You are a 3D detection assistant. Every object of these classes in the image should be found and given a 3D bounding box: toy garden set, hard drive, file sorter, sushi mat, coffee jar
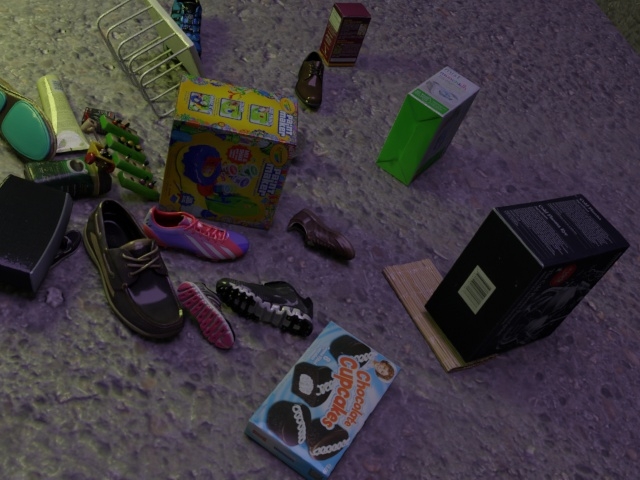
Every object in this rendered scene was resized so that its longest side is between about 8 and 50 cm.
[{"bbox_3d":[-0.487,-0.227,1.810,0.204,0.049,0.244,26,30,-50],"label":"toy garden set"},{"bbox_3d":[-0.628,-0.025,1.574,0.172,0.054,0.254,19,48,-13],"label":"hard drive"},{"bbox_3d":[-0.455,-0.504,2.040,0.173,0.193,0.277,-34,63,-10],"label":"file sorter"},{"bbox_3d":[0.287,0.175,1.828,0.152,0.019,0.316,-11,53,-30],"label":"sushi mat"},{"bbox_3d":[-0.584,-0.144,1.750,0.184,0.079,0.096,-11,52,-28],"label":"coffee jar"}]

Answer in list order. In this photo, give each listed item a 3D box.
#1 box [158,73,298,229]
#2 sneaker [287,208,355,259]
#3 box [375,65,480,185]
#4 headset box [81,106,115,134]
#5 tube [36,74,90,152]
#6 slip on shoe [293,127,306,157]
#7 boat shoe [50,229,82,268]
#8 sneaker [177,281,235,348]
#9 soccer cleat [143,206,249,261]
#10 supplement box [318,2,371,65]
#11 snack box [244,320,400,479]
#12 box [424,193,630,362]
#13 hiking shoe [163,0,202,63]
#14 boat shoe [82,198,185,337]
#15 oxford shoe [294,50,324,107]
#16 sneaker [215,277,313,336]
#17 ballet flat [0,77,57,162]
[{"bbox_3d":[-0.221,-0.205,1.797,0.279,0.290,0.177,10,46,-11],"label":"box"},{"bbox_3d":[0.000,0.000,1.863,0.188,0.066,0.071,39,63,23],"label":"sneaker"},{"bbox_3d":[0.300,-0.325,2.130,0.127,0.262,0.231,38,46,14],"label":"box"},{"bbox_3d":[-0.568,-0.306,1.942,0.083,0.032,0.062,9,46,-10],"label":"headset box"},{"bbox_3d":[-0.659,-0.313,1.902,0.070,0.062,0.240,-33,63,9],"label":"tube"},{"bbox_3d":[-0.203,-0.262,1.996,0.331,0.123,0.101,-8,29,-27],"label":"slip on shoe"},{"bbox_3d":[-0.564,0.012,1.639,0.046,0.038,0.125,34,46,8],"label":"boat shoe"},{"bbox_3d":[-0.232,0.153,1.615,0.170,0.063,0.075,50,24,9],"label":"sneaker"},{"bbox_3d":[-0.282,-0.016,1.734,0.248,0.095,0.083,11,46,-11],"label":"soccer cleat"},{"bbox_3d":[0.077,-0.656,2.405,0.104,0.188,0.080,-8,51,-27],"label":"supplement box"},{"bbox_3d":[0.012,0.326,1.550,0.187,0.060,0.322,33,46,10],"label":"snack box"},{"bbox_3d":[0.469,0.084,1.733,0.313,0.343,0.179,-11,53,-35],"label":"box"},{"bbox_3d":[-0.408,-0.643,2.247,0.113,0.132,0.304,3,48,-19],"label":"hiking shoe"},{"bbox_3d":[-0.402,0.053,1.598,0.132,0.130,0.355,-23,60,-36],"label":"boat shoe"},{"bbox_3d":[-0.028,-0.492,2.279,0.083,0.096,0.227,9,48,-16],"label":"oxford shoe"},{"bbox_3d":[-0.117,0.129,1.679,0.234,0.078,0.106,23,42,-4],"label":"sneaker"},{"bbox_3d":[-0.736,-0.302,1.828,0.349,0.123,0.123,38,47,15],"label":"ballet flat"}]
